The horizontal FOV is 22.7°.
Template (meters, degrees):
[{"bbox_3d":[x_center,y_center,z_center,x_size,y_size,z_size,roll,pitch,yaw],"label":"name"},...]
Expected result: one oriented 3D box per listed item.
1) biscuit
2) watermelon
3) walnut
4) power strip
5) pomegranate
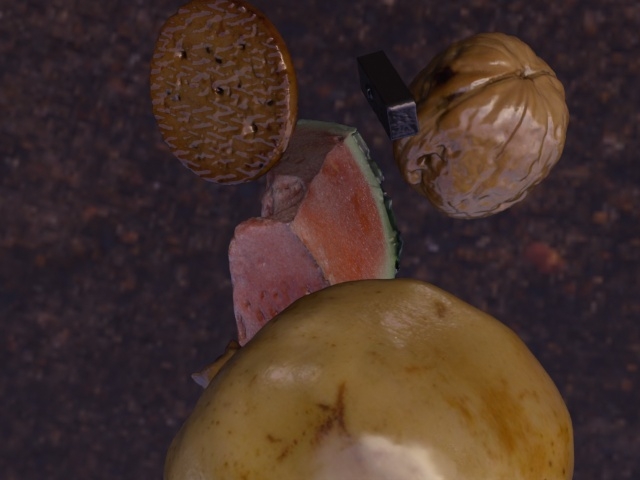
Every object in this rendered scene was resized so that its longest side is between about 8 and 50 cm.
[{"bbox_3d":[-0.094,-0.146,1.559,0.187,0.188,0.027,-19,178,40],"label":"biscuit"},{"bbox_3d":[0.000,0.000,1.628,0.148,0.318,0.226,-1,152,22],"label":"watermelon"},{"bbox_3d":[0.144,-0.100,1.473,0.155,0.155,0.184,24,138,-22],"label":"walnut"},{"bbox_3d":[0.057,-0.126,1.382,0.029,0.111,0.038,-14,122,-6],"label":"power strip"},{"bbox_3d":[0.034,0.189,1.296,0.332,0.333,0.332,7,149,4],"label":"pomegranate"}]
